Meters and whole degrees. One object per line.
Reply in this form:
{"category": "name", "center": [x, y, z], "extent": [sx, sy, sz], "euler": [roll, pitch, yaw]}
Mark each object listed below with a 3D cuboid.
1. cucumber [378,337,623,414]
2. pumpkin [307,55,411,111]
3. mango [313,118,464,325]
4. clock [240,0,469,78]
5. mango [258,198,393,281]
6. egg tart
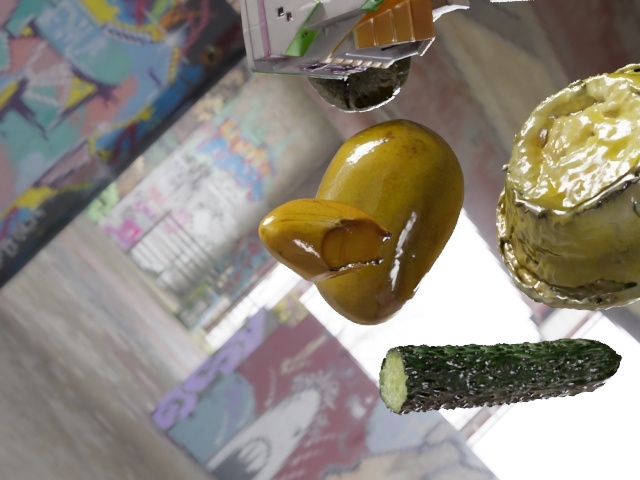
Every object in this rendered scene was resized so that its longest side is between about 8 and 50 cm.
{"category": "cucumber", "center": [0.260, 0.183, 1.723], "extent": [0.096, 0.359, 0.096], "euler": [178, -90, -68]}
{"category": "pumpkin", "center": [0.075, -0.371, 2.543], "extent": [0.224, 0.223, 0.157], "euler": [46, 28, -5]}
{"category": "mango", "center": [0.127, -0.037, 2.506], "extent": [0.300, 0.446, 0.232], "euler": [11, -19, 17]}
{"category": "clock", "center": [0.066, -0.362, 1.912], "extent": [0.309, 0.166, 0.235], "euler": [-10, -4, 43]}
{"category": "mango", "center": [0.000, 0.000, 2.184], "extent": [0.252, 0.126, 0.154], "euler": [8, 64, -32]}
{"category": "egg tart", "center": [0.333, -0.086, 1.437], "extent": [0.132, 0.345, 0.345], "euler": [39, 1, -38]}
